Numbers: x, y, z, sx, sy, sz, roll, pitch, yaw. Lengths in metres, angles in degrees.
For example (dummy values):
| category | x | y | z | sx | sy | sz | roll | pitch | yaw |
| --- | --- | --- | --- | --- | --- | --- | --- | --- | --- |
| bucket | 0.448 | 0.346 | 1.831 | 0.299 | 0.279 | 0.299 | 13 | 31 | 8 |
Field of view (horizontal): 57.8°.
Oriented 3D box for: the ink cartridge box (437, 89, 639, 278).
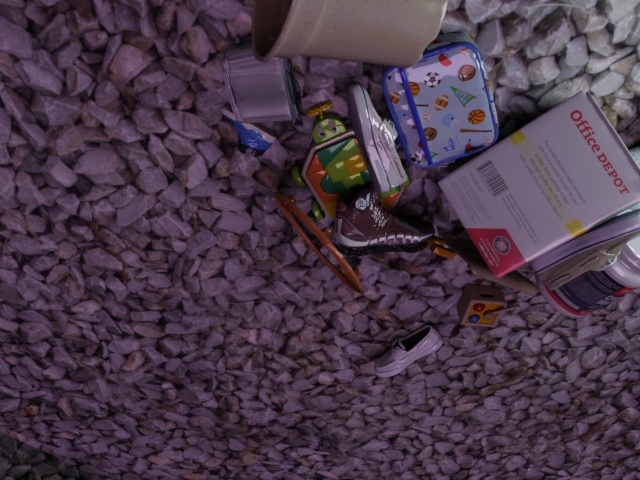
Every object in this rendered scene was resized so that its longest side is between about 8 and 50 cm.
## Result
| category | x | y | z | sx | sy | sz | roll | pitch | yaw |
| --- | --- | --- | --- | --- | --- | --- | --- | --- | --- |
| ink cartridge box | 0.527 | -0.125 | 1.383 | 0.385 | 0.160 | 0.279 | -32 | 80 | 23 |

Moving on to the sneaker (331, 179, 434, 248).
| category | x | y | z | sx | sy | sz | roll | pitch | yaw |
| --- | --- | --- | --- | --- | --- | --- | --- | --- | --- |
| sneaker | 0.165 | -0.072 | 1.458 | 0.281 | 0.106 | 0.162 | -5 | 101 | -22 |

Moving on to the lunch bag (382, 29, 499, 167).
| category | x | y | z | sx | sy | sz | roll | pitch | yaw |
| --- | --- | --- | --- | --- | --- | --- | --- | --- | --- |
| lunch bag | 0.272 | -0.311 | 1.343 | 0.243 | 0.115 | 0.303 | -15 | 127 | 14 |

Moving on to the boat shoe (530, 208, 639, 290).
| category | x | y | z | sx | sy | sz | roll | pitch | yaw |
| --- | --- | --- | --- | --- | --- | --- | --- | --- | --- |
| boat shoe | 0.629 | 0.024 | 1.333 | 0.109 | 0.094 | 0.302 | -23 | 170 | -39 |

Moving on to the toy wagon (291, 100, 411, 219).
| category | x | y | z | sx | sy | sz | roll | pitch | yaw |
| --- | --- | --- | --- | --- | --- | --- | --- | --- | --- |
| toy wagon | 0.063 | -0.189 | 1.465 | 0.267 | 0.068 | 0.344 | -21 | 127 | 15 |

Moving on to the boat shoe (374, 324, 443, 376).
| category | x | y | z | sx | sy | sz | roll | pitch | yaw |
| --- | --- | --- | --- | --- | --- | --- | --- | --- | --- |
| boat shoe | 0.275 | 0.357 | 1.913 | 0.258 | 0.095 | 0.084 | -35 | 118 | 12 |

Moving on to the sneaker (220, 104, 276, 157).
| category | x | y | z | sx | sy | sz | roll | pitch | yaw |
| --- | --- | --- | --- | --- | --- | --- | --- | --- | --- |
| sneaker | -0.190 | -0.258 | 1.408 | 0.152 | 0.058 | 0.084 | 27 | 115 | -29 |

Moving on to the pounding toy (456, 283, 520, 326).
| category | x | y | z | sx | sy | sz | roll | pitch | yaw |
| --- | --- | --- | --- | --- | --- | --- | --- | --- | --- |
| pounding toy | 0.511 | 0.205 | 1.776 | 0.141 | 0.100 | 0.130 | 5 | 129 | -5 |

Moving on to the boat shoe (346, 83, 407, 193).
| category | x | y | z | sx | sy | sz | roll | pitch | yaw |
| --- | --- | --- | --- | --- | --- | --- | --- | --- | --- |
| boat shoe | 0.136 | -0.240 | 1.339 | 0.088 | 0.096 | 0.267 | -23 | 110 | -5 |

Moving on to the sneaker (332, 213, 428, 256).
| category | x | y | z | sx | sy | sz | roll | pitch | yaw |
| --- | --- | --- | --- | --- | --- | --- | --- | --- | --- |
| sneaker | 0.166 | -0.011 | 1.597 | 0.286 | 0.130 | 0.109 | -2 | 87 | -21 |

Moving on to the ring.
| category | x | y | z | sx | sy | sz | roll | pitch | yaw |
| --- | --- | --- | --- | --- | --- | --- | --- | --- | --- |
| ring | 0.000 | 0.000 | 1.477 | 0.032 | 0.336 | 0.336 | -41 | 125 | -8 |

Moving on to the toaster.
| category | x | y | z | sx | sy | sz | roll | pitch | yaw |
| --- | --- | --- | --- | --- | --- | --- | --- | --- | --- |
| toaster | -0.127 | -0.352 | 1.292 | 0.146 | 0.129 | 0.227 | -5 | 132 | 8 |

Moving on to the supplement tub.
| category | x | y | z | sx | sy | sz | roll | pitch | yaw |
| --- | --- | --- | --- | --- | --- | --- | --- | --- | --- |
| supplement tub | 0.703 | 0.062 | 1.468 | 0.191 | 0.191 | 0.272 | 21 | 141 | -17 |

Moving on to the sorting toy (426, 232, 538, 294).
| category | x | y | z | sx | sy | sz | roll | pitch | yaw |
| --- | --- | --- | --- | --- | --- | --- | --- | --- | --- |
| sorting toy | 0.409 | 0.052 | 1.566 | 0.307 | 0.229 | 0.041 | 19 | 108 | -16 |

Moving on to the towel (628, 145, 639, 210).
| category | x | y | z | sx | sy | sz | roll | pitch | yaw |
| --- | --- | --- | --- | --- | --- | --- | --- | --- | --- |
| towel | 0.938 | -0.093 | 1.480 | 0.321 | 0.090 | 0.374 | -20 | 102 | 9 |

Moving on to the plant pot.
| category | x | y | z | sx | sy | sz | roll | pitch | yaw |
| --- | --- | --- | --- | --- | --- | --- | --- | --- | --- |
| plant pot | 0.061 | -0.475 | 1.101 | 0.305 | 0.334 | 0.334 | 7 | 130 | -22 |
